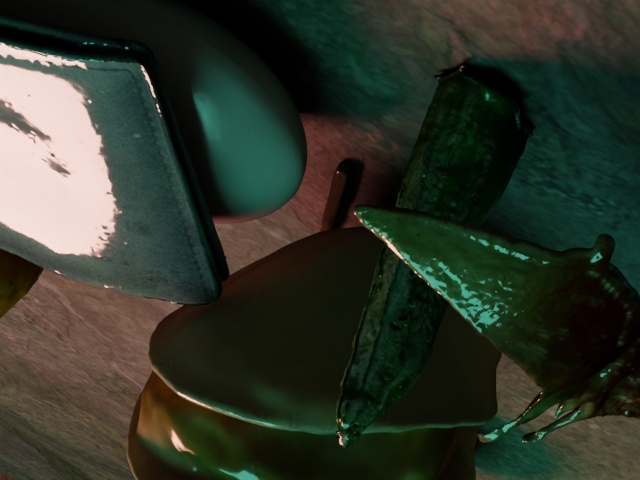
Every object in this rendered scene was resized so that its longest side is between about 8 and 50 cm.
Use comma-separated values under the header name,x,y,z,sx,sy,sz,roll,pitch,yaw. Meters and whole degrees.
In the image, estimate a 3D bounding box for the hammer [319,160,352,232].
name,x,y,z,sx,sy,sz,roll,pitch,yaw
hammer,0.000,0.000,1.346,0.058,0.029,0.292,23,158,3

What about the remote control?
name,x,y,z,sx,sy,sz,roll,pitch,yaw
remote control,-0.160,-0.112,1.137,0.332,0.103,0.221,25,154,2

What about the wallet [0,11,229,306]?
name,x,y,z,sx,sy,sz,roll,pitch,yaw
wallet,-0.210,-0.066,1.091,0.290,0.054,0.251,16,153,20

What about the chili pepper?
name,x,y,z,sx,sy,sz,roll,pitch,yaw
chili pepper,0.055,0.015,1.013,0.059,0.227,0.088,17,163,23

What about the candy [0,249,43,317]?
name,x,y,z,sx,sy,sz,roll,pitch,yaw
candy,-0.332,-0.035,1.377,0.260,0.118,0.260,41,-172,-7

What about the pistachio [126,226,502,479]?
name,x,y,z,sx,sy,sz,roll,pitch,yaw
pistachio,0.007,0.105,1.226,0.238,0.229,0.321,20,-158,28

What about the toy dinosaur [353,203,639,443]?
name,x,y,z,sx,sy,sz,roll,pitch,yaw
toy dinosaur,0.156,0.035,1.014,0.113,0.327,0.207,59,142,33
